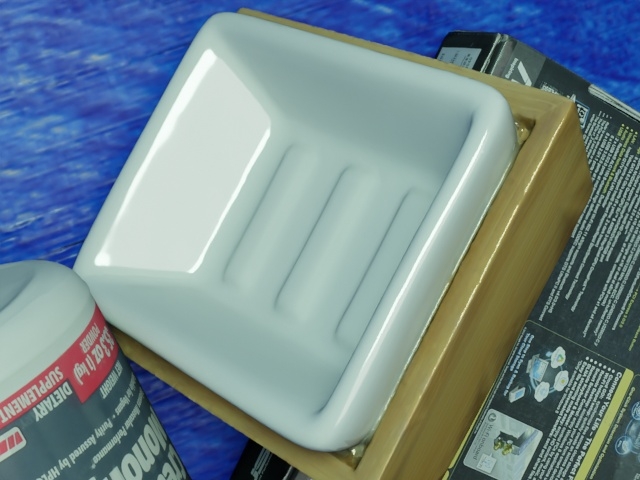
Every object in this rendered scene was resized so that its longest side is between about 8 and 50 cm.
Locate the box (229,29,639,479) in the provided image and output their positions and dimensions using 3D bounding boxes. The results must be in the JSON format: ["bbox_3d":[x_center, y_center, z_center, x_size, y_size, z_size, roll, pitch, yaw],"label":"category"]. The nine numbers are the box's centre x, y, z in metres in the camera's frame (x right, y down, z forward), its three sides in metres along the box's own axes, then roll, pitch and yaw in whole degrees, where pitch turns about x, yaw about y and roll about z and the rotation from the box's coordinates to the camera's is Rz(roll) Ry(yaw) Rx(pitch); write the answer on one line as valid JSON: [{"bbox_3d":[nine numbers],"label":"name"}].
[{"bbox_3d":[0.145,0.099,0.961,0.318,0.097,0.395,25,89,-21],"label":"box"}]

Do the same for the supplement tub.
[{"bbox_3d":[-0.167,0.166,0.797,0.191,0.191,0.272,-30,108,-14],"label":"supplement tub"}]

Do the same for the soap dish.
[{"bbox_3d":[0.000,0.000,0.798,0.118,0.291,0.229,30,86,-43],"label":"soap dish"}]
